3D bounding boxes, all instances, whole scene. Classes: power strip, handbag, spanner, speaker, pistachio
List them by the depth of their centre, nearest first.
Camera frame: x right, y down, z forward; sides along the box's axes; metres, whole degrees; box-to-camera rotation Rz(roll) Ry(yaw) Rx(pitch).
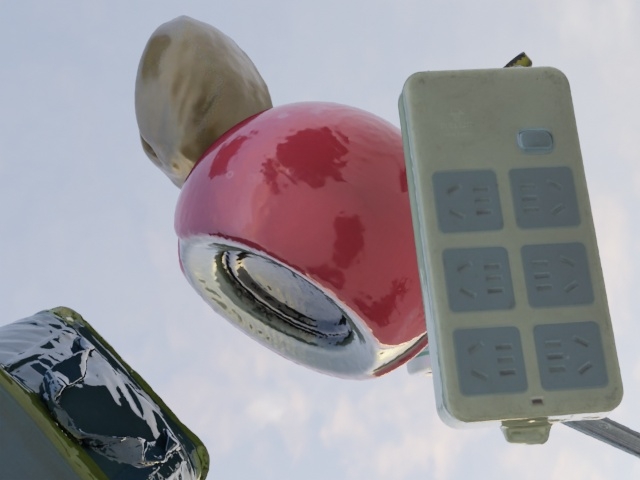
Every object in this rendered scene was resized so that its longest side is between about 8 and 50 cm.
[{"bbox_3d":[0.122,-0.001,0.833,0.118,0.046,0.270,-4,-109,-5],"label":"power strip"},{"bbox_3d":[-0.253,0.205,1.092,0.263,0.241,0.222,45,-81,4],"label":"handbag"},{"bbox_3d":[0.000,0.000,1.235,0.294,0.294,0.294,-9,-76,-40],"label":"speaker"},{"bbox_3d":[-0.136,-0.155,1.404,0.153,0.237,0.137,-9,-37,-19],"label":"pistachio"},{"bbox_3d":[0.360,0.239,1.590,0.071,0.302,0.017,-42,-48,-28],"label":"spanner"}]

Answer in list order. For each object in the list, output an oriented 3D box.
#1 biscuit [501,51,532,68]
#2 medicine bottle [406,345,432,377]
[{"bbox_3d":[0.224,-0.135,1.293,0.048,0.026,0.292,-37,-18,10],"label":"biscuit"},{"bbox_3d":[0.164,0.044,1.717,0.133,0.133,0.274,1,-104,-42],"label":"medicine bottle"}]
